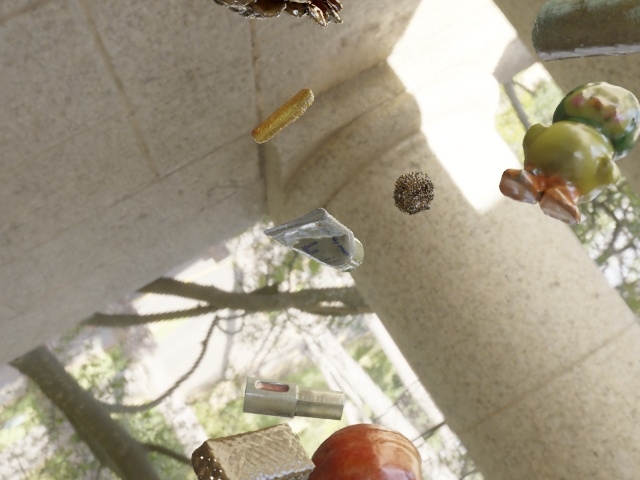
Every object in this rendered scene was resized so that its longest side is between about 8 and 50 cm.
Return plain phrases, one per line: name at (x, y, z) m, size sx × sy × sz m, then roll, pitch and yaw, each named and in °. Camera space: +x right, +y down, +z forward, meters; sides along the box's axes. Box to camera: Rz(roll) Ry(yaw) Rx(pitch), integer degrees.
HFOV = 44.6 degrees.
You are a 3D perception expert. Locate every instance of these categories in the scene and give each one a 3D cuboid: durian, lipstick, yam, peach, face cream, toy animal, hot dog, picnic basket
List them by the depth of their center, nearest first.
yam at (0.416, -0.297, 1.064) m, size 0.093 × 0.093 × 0.259 m, roll -23°, pitch -159°, yaw -36°
picnic basket at (-0.096, 0.334, 1.175) m, size 0.193 × 0.110 × 0.055 m, roll 3°, pitch 133°, yaw -49°
face cream at (0.000, 0.000, 1.360) m, size 0.114 × 0.070 × 0.224 m, roll -21°, pitch 158°, yaw 19°
durian at (0.165, -0.085, 1.396) m, size 0.091 × 0.080 × 0.080 m, roll -9°, pitch 153°, yaw -51°
peach at (0.066, 0.461, 1.477) m, size 0.257 × 0.232 × 0.232 m, roll 4°, pitch 167°, yaw 5°
toy animal at (0.552, -0.188, 1.682) m, size 0.338 × 0.216 × 0.191 m, roll -52°, pitch 154°, yaw -14°
lipstick at (-0.068, 0.408, 1.981) m, size 0.079 × 0.253 × 0.077 m, roll -87°, pitch -173°, yaw -61°
hot dog at (-0.100, -0.346, 2.203) m, size 0.216 × 0.066 × 0.047 m, roll -43°, pitch 138°, yaw -12°

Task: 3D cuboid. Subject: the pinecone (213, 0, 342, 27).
pinecone at (-0.084, -0.529, 1.219) m, size 0.384 × 0.384 × 0.384 m, roll -31°, pitch 167°, yaw -8°
